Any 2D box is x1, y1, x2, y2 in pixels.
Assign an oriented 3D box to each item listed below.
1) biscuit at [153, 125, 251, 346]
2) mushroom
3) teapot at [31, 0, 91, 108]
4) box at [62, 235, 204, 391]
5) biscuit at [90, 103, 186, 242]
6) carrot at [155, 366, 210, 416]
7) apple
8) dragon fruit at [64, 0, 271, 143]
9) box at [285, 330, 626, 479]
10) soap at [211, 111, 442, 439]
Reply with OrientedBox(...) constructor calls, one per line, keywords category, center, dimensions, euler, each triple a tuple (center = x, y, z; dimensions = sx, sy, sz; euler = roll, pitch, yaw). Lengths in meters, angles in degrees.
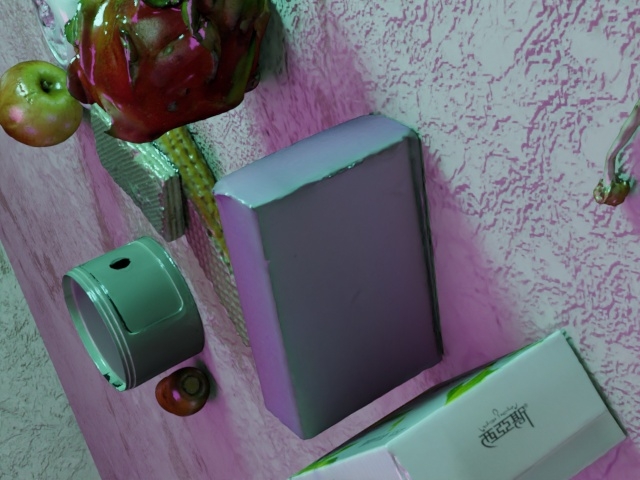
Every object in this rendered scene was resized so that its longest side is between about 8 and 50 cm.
OrientedBox(category="biscuit", center=(-0.154, -0.033, 1.264), dimensions=(0.379, 0.054, 0.094), euler=(61, 153, 6))
OrientedBox(category="mushroom", center=(0.218, -0.112, 0.551), dimensions=(0.028, 0.026, 0.286), euler=(36, 145, 16))
OrientedBox(category="teapot", center=(-0.345, -0.297, 1.332), dimensions=(0.145, 0.092, 0.226), euler=(9, 123, 62))
OrientedBox(category="box", center=(-0.318, 0.125, 1.603), dimensions=(0.226, 0.149, 0.226), euler=(41, 146, 36))
OrientedBox(category="biscuit", center=(-0.246, -0.099, 1.265), dimensions=(0.199, 0.040, 0.121), euler=(45, 151, 31))
OrientedBox(category="carrot", center=(-0.249, 0.274, 1.692), dimensions=(0.087, 0.087, 0.193), euler=(61, 156, 5))
OrientedBox(category="apple", center=(-0.469, -0.222, 1.569), dimensions=(0.146, 0.146, 0.146), euler=(42, 147, 36))
OrientedBox(category="dragon fruit", center=(-0.155, -0.216, 0.943), dimensions=(0.200, 0.198, 0.269), euler=(15, 148, -2))
OrientedBox(category="box", center=(0.106, 0.195, 0.838), dimensions=(0.111, 0.194, 0.260), euler=(59, 153, 9))
OrientedBox(category="soap", center=(0.016, 0.035, 0.876), dimensions=(0.081, 0.181, 0.259), euler=(32, 141, 48))
